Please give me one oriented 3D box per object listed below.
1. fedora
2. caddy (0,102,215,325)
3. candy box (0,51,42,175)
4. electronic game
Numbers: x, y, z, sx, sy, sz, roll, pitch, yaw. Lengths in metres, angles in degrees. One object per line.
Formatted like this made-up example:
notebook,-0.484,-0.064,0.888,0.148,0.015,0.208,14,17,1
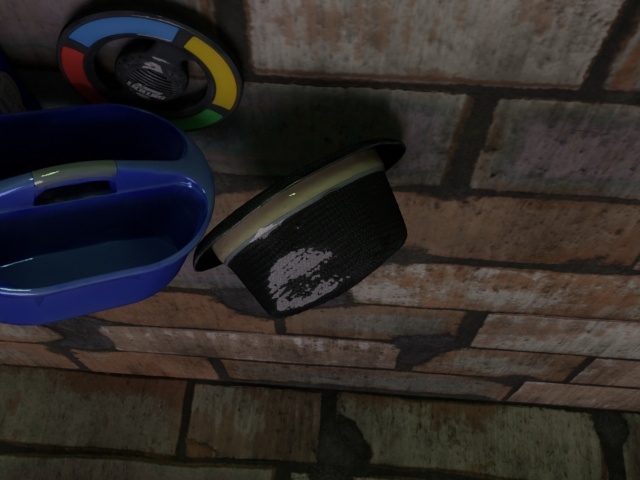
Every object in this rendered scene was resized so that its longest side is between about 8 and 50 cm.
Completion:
fedora,0.000,0.000,0.979,0.334,0.152,0.334,-31,174,-4
caddy,-0.300,-0.041,0.869,0.341,0.241,0.179,-13,157,-26
candy box,-0.559,-0.193,0.896,0.317,0.122,0.268,1,155,4
electronic game,-0.210,-0.206,0.891,0.229,0.048,0.229,4,154,2
